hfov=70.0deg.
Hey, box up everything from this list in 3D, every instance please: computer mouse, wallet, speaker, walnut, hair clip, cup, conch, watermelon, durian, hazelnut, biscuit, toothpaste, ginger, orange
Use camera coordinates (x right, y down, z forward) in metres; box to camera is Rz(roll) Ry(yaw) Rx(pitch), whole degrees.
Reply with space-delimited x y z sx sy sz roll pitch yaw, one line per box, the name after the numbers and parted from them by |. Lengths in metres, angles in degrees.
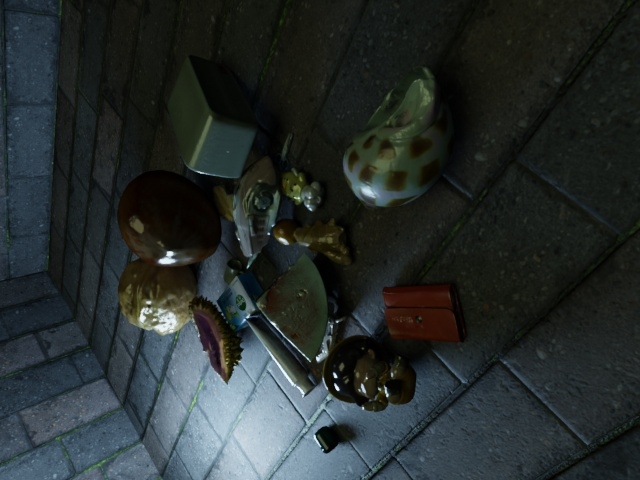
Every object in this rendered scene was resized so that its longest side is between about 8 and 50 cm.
-0.220 -0.084 1.418 0.199 0.115 0.388 -123 45 -53 | computer mouse
0.249 0.180 1.132 0.205 0.045 0.142 -9 96 46 | wallet
-0.329 -0.382 1.380 0.184 0.184 0.406 -59 42 33 | speaker
0.010 0.657 1.494 0.075 0.060 0.094 50 131 23 | speaker
-0.656 0.205 1.851 0.306 0.306 0.343 28 122 36 | walnut
0.033 0.296 1.386 0.072 0.034 0.225 30 122 34 | hair clip
-0.311 0.117 1.666 0.054 0.075 0.083 -98 24 -49 | cup
0.163 -0.194 1.007 0.368 0.197 0.249 -30 44 49 | conch
-0.090 0.222 1.332 0.320 0.214 0.289 -45 50 45 | watermelon
-0.367 0.344 1.700 0.112 0.191 0.340 -24 91 15 | durian
-0.521 -0.062 1.583 0.366 0.366 0.365 15 112 41 | hazelnut
-0.306 -0.126 1.574 0.183 0.061 0.118 28 122 38 | biscuit
-0.136 0.380 1.543 0.066 0.100 0.323 -47 69 13 | toothpaste
0.005 -0.008 1.291 0.206 0.081 0.115 24 149 29 | ginger
-0.104 -0.026 1.394 0.085 0.085 0.084 15 112 41 | orange

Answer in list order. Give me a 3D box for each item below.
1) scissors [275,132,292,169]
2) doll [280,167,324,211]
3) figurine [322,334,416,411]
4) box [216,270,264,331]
-0.104 -0.269 1.366 0.058 0.014 0.119 43 131 22 | scissors
-0.055 -0.146 1.321 0.163 0.062 0.105 29 125 34 | doll
0.133 0.356 1.211 0.257 0.167 0.192 9 86 44 | figurine
-0.280 0.221 1.640 0.139 0.073 0.194 57 133 16 | box
